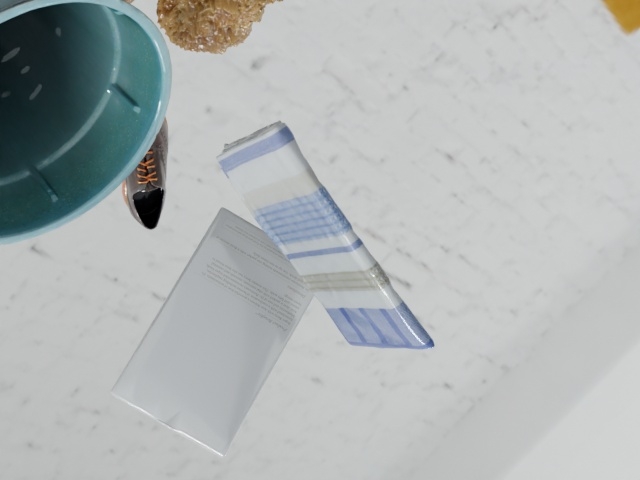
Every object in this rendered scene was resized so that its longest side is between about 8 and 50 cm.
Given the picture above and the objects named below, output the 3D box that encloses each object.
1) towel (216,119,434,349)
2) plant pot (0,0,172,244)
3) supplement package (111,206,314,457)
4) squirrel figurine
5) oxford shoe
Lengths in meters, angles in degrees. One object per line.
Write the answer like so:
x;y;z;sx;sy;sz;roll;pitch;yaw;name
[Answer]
0.000;0.000;1.098;0.285;0.034;0.209;54;161;-9;towel
-0.410;-0.229;1.197;0.334;0.341;0.341;46;-168;26;plant pot
-0.144;0.131;1.431;0.177;0.293;0.175;31;168;-4;supplement package
-0.267;-0.494;1.813;0.397;0.370;0.281;49;-170;-20;squirrel figurine
-0.304;-0.142;1.783;0.098;0.096;0.271;-119;23;-46;oxford shoe
